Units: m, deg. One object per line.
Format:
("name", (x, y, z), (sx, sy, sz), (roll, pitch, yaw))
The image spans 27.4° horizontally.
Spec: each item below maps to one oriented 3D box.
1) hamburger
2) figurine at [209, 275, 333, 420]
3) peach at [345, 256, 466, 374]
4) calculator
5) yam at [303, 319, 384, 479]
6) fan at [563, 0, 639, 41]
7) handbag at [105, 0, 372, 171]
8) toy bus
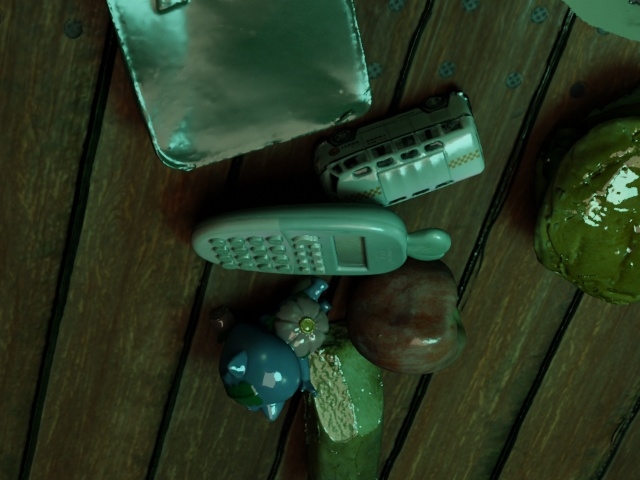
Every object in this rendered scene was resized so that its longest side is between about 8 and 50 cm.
("hamburger", (0.388, -0.055, 1.558), (0.265, 0.134, 0.285), (27, 118, -27))
("figurine", (-0.060, 0.123, 1.595), (0.178, 0.144, 0.114), (-49, 130, -21))
("peach", (0.101, 0.091, 1.605), (0.152, 0.152, 0.152), (-7, 127, -9))
("calculator", (0.000, 0.000, 1.494), (0.295, 0.042, 0.184), (0, 162, 4))
("yam", (0.030, 0.229, 1.702), (0.106, 0.106, 0.259), (-7, 129, -9))
("fan", (0.415, -0.236, 1.426), (0.414, 0.012, 0.233), (33, 153, -33))
("handbag", (-0.087, -0.217, 1.356), (0.247, 0.079, 0.260), (-15, 127, -3))
("toy bus", (0.090, -0.092, 1.484), (0.193, 0.089, 0.087), (-19, 128, 2))
